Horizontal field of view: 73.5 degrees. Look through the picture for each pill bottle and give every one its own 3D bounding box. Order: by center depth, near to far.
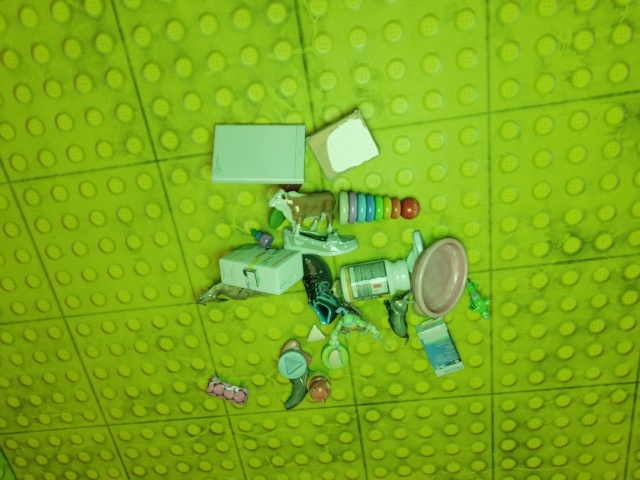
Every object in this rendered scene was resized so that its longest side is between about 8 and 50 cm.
[{"bbox_3d":[0.231,0.166,1.819,0.278,0.162,0.162,-9,110,7],"label":"pill bottle"}]

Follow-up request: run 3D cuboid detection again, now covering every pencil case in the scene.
[{"bbox_3d":[-0.454,0.738,2.112,0.209,0.095,0.098,20,94,-7],"label":"pencil case"}]

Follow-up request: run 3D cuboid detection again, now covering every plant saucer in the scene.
[{"bbox_3d":[0.482,0.148,1.763,0.332,0.084,0.332,-10,105,-38],"label":"plant saucer"}]

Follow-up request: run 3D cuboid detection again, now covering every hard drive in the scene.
[{"bbox_3d":[-0.236,-0.335,1.660,0.353,0.047,0.233,1,78,3],"label":"hard drive"}]

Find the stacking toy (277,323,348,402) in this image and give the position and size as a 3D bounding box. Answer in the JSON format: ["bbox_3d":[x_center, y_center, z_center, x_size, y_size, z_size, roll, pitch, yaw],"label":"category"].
[{"bbox_3d":[-0.025,0.569,1.965,0.309,0.130,0.279,41,96,-7],"label":"stacking toy"}]

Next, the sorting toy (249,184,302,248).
[{"bbox_3d":[-0.199,-0.150,1.768,0.126,0.127,0.365,32,109,16],"label":"sorting toy"}]

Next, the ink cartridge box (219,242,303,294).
[{"bbox_3d":[-0.237,0.111,1.752,0.278,0.201,0.117,8,112,26],"label":"ink cartridge box"}]

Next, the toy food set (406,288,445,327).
[{"bbox_3d":[0.469,0.284,1.921,0.132,0.038,0.192,-23,98,5],"label":"toy food set"}]

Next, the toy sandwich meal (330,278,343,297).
[{"bbox_3d":[0.070,0.206,1.851,0.029,0.085,0.085,-5,113,33],"label":"toy sandwich meal"}]

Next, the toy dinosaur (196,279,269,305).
[{"bbox_3d":[-0.381,0.222,1.901,0.296,0.127,0.200,16,119,-16],"label":"toy dinosaur"}]

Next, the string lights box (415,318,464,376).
[{"bbox_3d":[0.548,0.488,1.967,0.133,0.077,0.259,-23,108,12],"label":"string lights box"}]

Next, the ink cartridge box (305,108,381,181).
[{"bbox_3d":[0.089,-0.369,1.664,0.235,0.088,0.193,-26,106,13],"label":"ink cartridge box"}]

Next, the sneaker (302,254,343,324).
[{"bbox_3d":[-0.009,0.205,1.846,0.125,0.139,0.340,-20,107,31],"label":"sneaker"}]

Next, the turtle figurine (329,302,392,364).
[{"bbox_3d":[0.145,0.417,1.844,0.198,0.266,0.274,-41,75,-1],"label":"turtle figurine"}]

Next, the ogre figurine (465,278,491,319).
[{"bbox_3d":[0.682,0.266,1.854,0.097,0.118,0.197,-10,110,7],"label":"ogre figurine"}]

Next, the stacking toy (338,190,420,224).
[{"bbox_3d":[0.238,-0.133,1.729,0.330,0.141,0.141,-1,111,-1],"label":"stacking toy"}]

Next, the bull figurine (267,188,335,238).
[{"bbox_3d":[-0.062,-0.115,1.688,0.310,0.101,0.188,-9,111,-36],"label":"bull figurine"}]

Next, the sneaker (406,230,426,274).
[{"bbox_3d":[0.406,0.088,1.818,0.091,0.094,0.258,-7,104,21],"label":"sneaker"}]

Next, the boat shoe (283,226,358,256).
[{"bbox_3d":[-0.001,-0.001,1.796,0.320,0.118,0.103,3,110,11],"label":"boat shoe"}]

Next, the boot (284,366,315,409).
[{"bbox_3d":[-0.126,0.696,2.090,0.161,0.083,0.246,44,99,-8],"label":"boot"}]

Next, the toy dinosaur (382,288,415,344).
[{"bbox_3d":[0.338,0.343,1.879,0.121,0.160,0.313,0,110,4],"label":"toy dinosaur"}]
